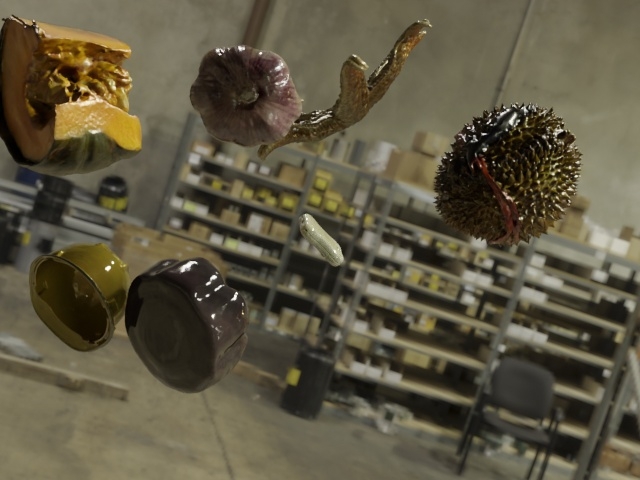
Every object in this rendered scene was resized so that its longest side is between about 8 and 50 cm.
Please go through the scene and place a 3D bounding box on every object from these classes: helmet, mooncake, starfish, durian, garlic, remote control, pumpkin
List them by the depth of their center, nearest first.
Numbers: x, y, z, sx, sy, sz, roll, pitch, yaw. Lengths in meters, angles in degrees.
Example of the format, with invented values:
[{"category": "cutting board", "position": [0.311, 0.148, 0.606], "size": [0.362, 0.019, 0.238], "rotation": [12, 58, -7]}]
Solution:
[{"category": "garlic", "position": [-0.106, -0.202, 1.321], "size": [0.159, 0.147, 0.102], "rotation": [38, 12, -11]}, {"category": "starfish", "position": [0.036, -0.230, 1.518], "size": [0.094, 0.375, 0.327], "rotation": [55, -36, -7]}, {"category": "mooncake", "position": [-0.242, 0.149, 1.707], "size": [0.245, 0.245, 0.133], "rotation": [21, 37, 28]}, {"category": "pumpkin", "position": [-0.483, -0.272, 1.786], "size": [0.225, 0.303, 0.256], "rotation": [-1, -5, -39]}, {"category": "helmet", "position": [-0.434, 0.086, 1.790], "size": [0.205, 0.140, 0.257], "rotation": [43, -38, 2]}, {"category": "remote control", "position": [0.000, 0.000, 1.940], "size": [0.122, 0.032, 0.074], "rotation": [47, 15, -26]}, {"category": "durian", "position": [0.461, -0.156, 2.332], "size": [0.347, 0.384, 0.348], "rotation": [46, 25, -29]}]
